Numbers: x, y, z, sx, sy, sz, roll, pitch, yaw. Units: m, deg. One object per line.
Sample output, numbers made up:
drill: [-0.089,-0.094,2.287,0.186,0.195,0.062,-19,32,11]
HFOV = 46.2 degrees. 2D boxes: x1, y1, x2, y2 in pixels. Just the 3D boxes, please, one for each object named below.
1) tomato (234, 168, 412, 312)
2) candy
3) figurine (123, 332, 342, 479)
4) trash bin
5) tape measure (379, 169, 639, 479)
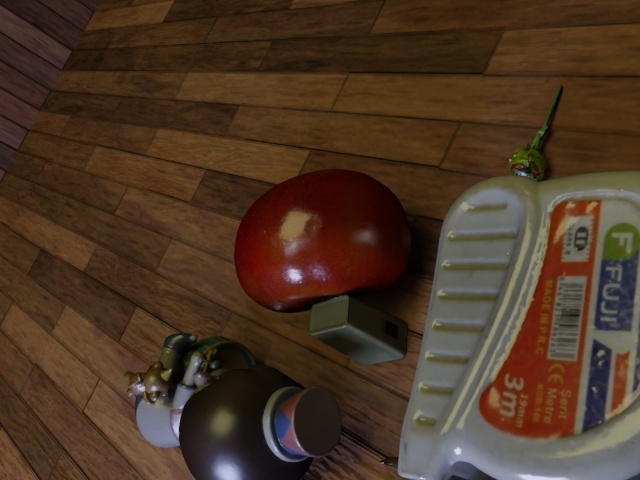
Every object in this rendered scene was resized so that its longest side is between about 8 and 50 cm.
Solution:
tomato: [0.000,0.000,0.808,0.195,0.195,0.136,-21,76,38]
candy: [0.227,-0.110,0.764,0.035,0.035,0.123,-7,50,58]
figurine: [-0.088,0.190,0.811,0.158,0.161,0.275,-33,30,-29]
trash bin: [0.038,0.093,0.777,0.060,0.092,0.043,-19,54,40]
tape measure: [0.193,0.080,0.593,0.265,0.130,0.258,-2,67,41]
